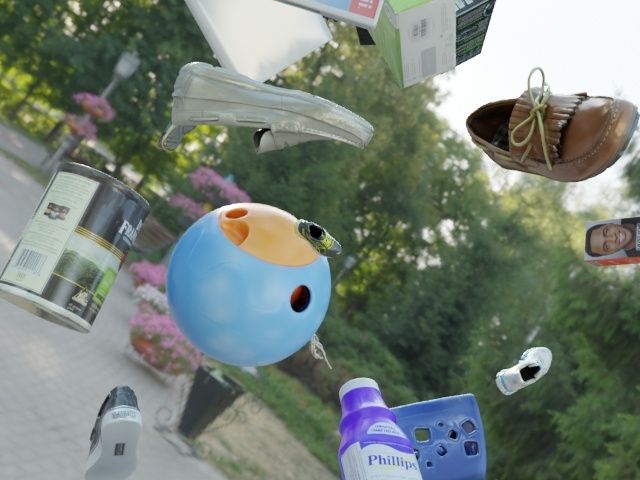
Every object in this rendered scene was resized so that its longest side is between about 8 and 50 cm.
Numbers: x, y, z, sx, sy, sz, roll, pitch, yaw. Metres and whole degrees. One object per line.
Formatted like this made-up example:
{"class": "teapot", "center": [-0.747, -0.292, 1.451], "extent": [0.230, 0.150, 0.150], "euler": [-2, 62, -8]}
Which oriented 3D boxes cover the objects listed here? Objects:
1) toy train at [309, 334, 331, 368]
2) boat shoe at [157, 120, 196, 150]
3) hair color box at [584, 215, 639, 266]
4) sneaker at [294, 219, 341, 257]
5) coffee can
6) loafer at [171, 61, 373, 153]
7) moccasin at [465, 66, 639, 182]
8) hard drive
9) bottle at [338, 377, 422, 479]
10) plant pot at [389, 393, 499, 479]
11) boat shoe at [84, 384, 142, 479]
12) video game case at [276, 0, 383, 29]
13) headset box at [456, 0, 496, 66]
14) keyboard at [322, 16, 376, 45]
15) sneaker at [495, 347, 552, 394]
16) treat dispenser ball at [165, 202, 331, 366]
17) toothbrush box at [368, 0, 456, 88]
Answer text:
{"class": "toy train", "center": [-0.092, 0.225, 2.017], "extent": [0.248, 0.143, 0.105], "euler": [64, 8, -1]}
{"class": "boat shoe", "center": [-0.355, -0.284, 2.117], "extent": [0.049, 0.152, 0.056], "euler": [10, -39, 39]}
{"class": "hair color box", "center": [0.509, 0.001, 1.398], "extent": [0.043, 0.071, 0.141], "euler": [18, -18, -40]}
{"class": "sneaker", "center": [0.000, 0.000, 1.200], "extent": [0.083, 0.031, 0.035], "euler": [33, -14, -26]}
{"class": "coffee can", "center": [-0.481, 0.015, 1.651], "extent": [0.202, 0.275, 0.201], "euler": [21, -18, 7]}
{"class": "loafer", "center": [-0.075, -0.188, 1.336], "extent": [0.320, 0.111, 0.112], "euler": [14, 4, -10]}
{"class": "moccasin", "center": [0.344, -0.179, 1.314], "extent": [0.147, 0.139, 0.380], "euler": [26, 3, -18]}
{"class": "hard drive", "center": [-0.132, -0.436, 1.460], "extent": [0.307, 0.203, 0.040], "euler": [61, -15, -23]}
{"class": "bottle", "center": [0.088, 0.339, 1.300], "extent": [0.118, 0.092, 0.282], "euler": [14, 37, -24]}
{"class": "plant pot", "center": [0.190, 0.444, 1.563], "extent": [0.236, 0.236, 0.212], "euler": [96, -21, -50]}
{"class": "boat shoe", "center": [-0.322, 0.301, 1.313], "extent": [0.080, 0.228, 0.076], "euler": [1, 49, -18]}
{"class": "video game case", "center": [-0.035, -0.417, 1.123], "extent": [0.285, 0.204, 0.025], "euler": [17, -1, 0]}
{"class": "headset box", "center": [0.291, -0.577, 2.055], "extent": [0.246, 0.131, 0.283], "euler": [58, -8, 17]}
{"class": "keyboard", "center": [0.080, -0.562, 1.855], "extent": [0.202, 0.033, 0.317], "euler": [4, -41, 21]}
{"class": "sneaker", "center": [0.495, 0.299, 1.974], "extent": [0.083, 0.191, 0.071], "euler": [-34, -95, 50]}
{"class": "treat dispenser ball", "center": [-0.126, 0.077, 1.489], "extent": [0.288, 0.288, 0.288], "euler": [36, -2, 2]}
{"class": "toothbrush box", "center": [0.146, -0.467, 1.609], "extent": [0.206, 0.122, 0.283], "euler": [75, -6, -60]}
